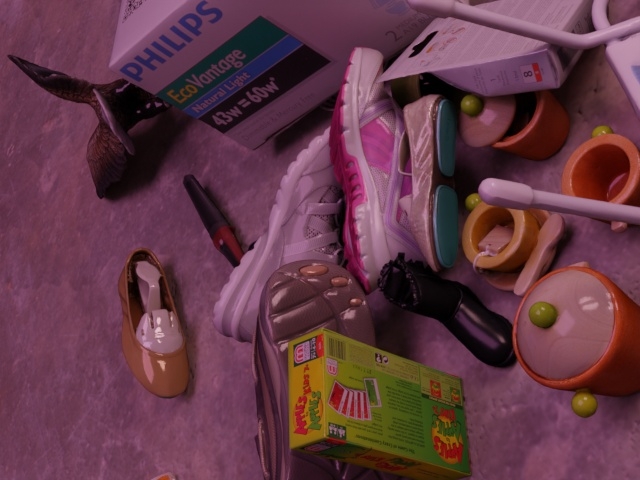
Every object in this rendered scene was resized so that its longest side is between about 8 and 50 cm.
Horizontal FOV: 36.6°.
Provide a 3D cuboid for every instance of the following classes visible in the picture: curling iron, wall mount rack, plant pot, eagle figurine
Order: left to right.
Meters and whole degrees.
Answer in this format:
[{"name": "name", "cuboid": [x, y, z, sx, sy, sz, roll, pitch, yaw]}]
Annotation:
[{"name": "eagle figurine", "cuboid": [-0.314, -0.196, 1.418, 0.298, 0.225, 0.226, -15, 71, 32]}, {"name": "curling iron", "cuboid": [-0.111, -0.013, 1.207, 0.068, 0.035, 0.274, -54, 41, 8]}, {"name": "plant pot", "cuboid": [0.114, -0.159, 1.000, 0.079, 0.083, 0.083, 9, 79, 63]}, {"name": "wall mount rack", "cuboid": [0.244, -0.121, 0.709, 0.304, 0.130, 0.350, -18, 51, 7]}]

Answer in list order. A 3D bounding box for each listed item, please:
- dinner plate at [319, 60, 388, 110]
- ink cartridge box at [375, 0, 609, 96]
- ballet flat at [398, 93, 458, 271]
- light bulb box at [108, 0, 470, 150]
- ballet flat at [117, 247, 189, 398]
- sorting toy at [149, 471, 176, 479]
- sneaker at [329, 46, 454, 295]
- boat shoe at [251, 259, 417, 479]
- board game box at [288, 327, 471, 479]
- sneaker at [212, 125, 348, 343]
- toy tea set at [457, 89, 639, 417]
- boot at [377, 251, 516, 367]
[{"name": "dinner plate", "cuboid": [0.040, -0.217, 1.152, 0.141, 0.017, 0.141, -24, 54, 39]}, {"name": "ink cartridge box", "cuboid": [0.160, -0.178, 0.902, 0.179, 0.045, 0.145, -6, 32, 40]}, {"name": "ballet flat", "cuboid": [0.097, -0.051, 0.888, 0.052, 0.057, 0.168, -6, 74, 34]}, {"name": "light bulb box", "cuboid": [-0.038, -0.361, 1.126, 0.358, 0.225, 0.361, -27, 48, 38]}, {"name": "ballet flat", "cuboid": [-0.217, 0.097, 1.228, 0.232, 0.080, 0.073, -119, 36, -44]}, {"name": "sorting toy", "cuboid": [-0.194, 0.329, 1.134, 0.083, 0.045, 0.075, -50, 61, 19]}, {"name": "sneaker", "cuboid": [0.073, -0.073, 0.964, 0.103, 0.111, 0.252, 117, 147, -76]}, {"name": "boat shoe", "cuboid": [0.007, 0.199, 0.913, 0.130, 0.132, 0.355, 128, 139, -66]}, {"name": "board game box", "cuboid": [0.052, 0.145, 0.825, 0.043, 0.181, 0.092, -27, 53, 39]}, {"name": "sneaker", "cuboid": [0.000, 0.000, 1.053, 0.115, 0.105, 0.281, 28, 89, 17]}, {"name": "toy tea set", "cuboid": [0.191, -0.020, 0.796, 0.200, 0.124, 0.336, -54, 41, 15]}, {"name": "boot", "cuboid": [0.112, 0.062, 0.865, 0.045, 0.099, 0.121, -55, 40, 15]}]
